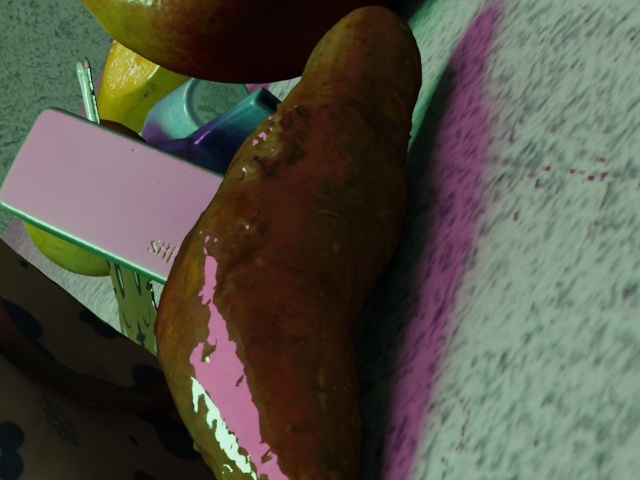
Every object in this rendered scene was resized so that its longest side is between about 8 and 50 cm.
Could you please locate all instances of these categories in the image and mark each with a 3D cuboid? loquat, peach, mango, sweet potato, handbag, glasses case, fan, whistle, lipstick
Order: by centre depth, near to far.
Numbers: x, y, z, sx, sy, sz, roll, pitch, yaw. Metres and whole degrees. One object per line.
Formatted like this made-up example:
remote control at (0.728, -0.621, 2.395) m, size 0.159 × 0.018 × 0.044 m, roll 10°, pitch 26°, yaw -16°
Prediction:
sweet potato at (-0.014, 0.004, 0.685) m, size 0.106 × 0.095 × 0.354 m, roll -9°, pitch 39°, yaw 15°
handbag at (-0.174, 0.099, 0.747) m, size 0.190 × 0.251 × 0.193 m, roll -44°, pitch 7°, yaw 33°
glasses case at (-0.116, -0.022, 0.957) m, size 0.077 × 0.184 × 0.039 m, roll -64°, pitch -29°, yaw -7°
peach at (-0.054, -0.201, 0.976) m, size 0.243 × 0.244 × 0.199 m, roll -159°, pitch 66°, yaw -75°
whistle at (-0.078, -0.035, 1.013) m, size 0.158 × 0.090 × 0.090 m, roll -26°, pitch 35°, yaw 52°
fan at (-0.141, -0.016, 1.042) m, size 0.152 × 0.008 × 0.226 m, roll 166°, pitch 92°, yaw -72°
loquat at (-0.190, -0.037, 1.274) m, size 0.141 × 0.141 × 0.141 m, roll -53°, pitch 16°, yaw 22°
lipstick at (-0.131, -0.095, 1.343) m, size 0.068 × 0.061 × 0.274 m, roll -59°, pitch 14°, yaw -17°
mango at (-0.166, -0.178, 1.565) m, size 0.217 × 0.102 × 0.141 m, roll -55°, pitch 38°, yaw 25°
